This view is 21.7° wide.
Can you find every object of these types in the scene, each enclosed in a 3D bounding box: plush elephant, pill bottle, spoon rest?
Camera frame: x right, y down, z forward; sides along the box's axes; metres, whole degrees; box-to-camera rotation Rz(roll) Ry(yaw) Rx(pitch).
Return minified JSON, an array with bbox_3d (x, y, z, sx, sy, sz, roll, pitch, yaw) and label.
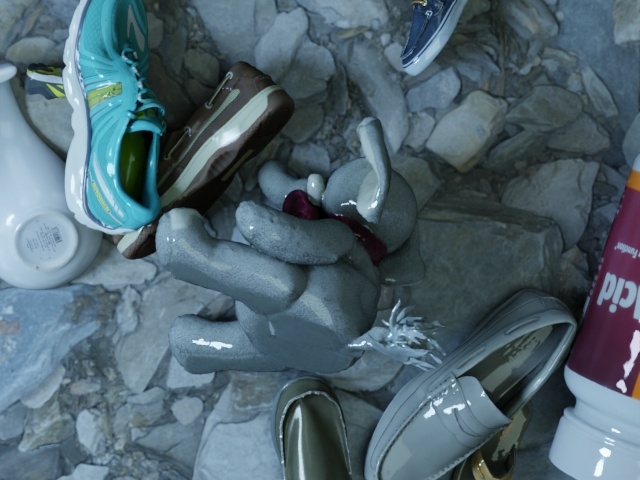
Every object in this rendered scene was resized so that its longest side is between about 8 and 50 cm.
[{"bbox_3d":[0.000,0.000,1.843,0.329,0.255,0.272,8,145,14],"label":"plush elephant"},{"bbox_3d":[0.420,0.107,1.982,0.224,0.224,0.392,16,96,-19],"label":"pill bottle"},{"bbox_3d":[-0.322,-0.070,1.819,0.137,0.084,0.276,-18,119,-11],"label":"spoon rest"}]

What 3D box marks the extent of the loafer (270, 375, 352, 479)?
[{"bbox_3d":[0.003,0.282,1.970,0.094,0.087,0.251,-13,105,-13],"label":"loafer"}]

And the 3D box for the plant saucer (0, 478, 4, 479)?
[{"bbox_3d":[-0.400,0.364,1.899,0.194,0.037,0.195,-4,103,-16],"label":"plant saucer"}]

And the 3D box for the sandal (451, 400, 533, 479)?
[{"bbox_3d":[0.214,0.270,2.049,0.072,0.049,0.180,22,95,-19],"label":"sandal"}]

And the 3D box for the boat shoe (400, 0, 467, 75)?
[{"bbox_3d":[0.122,-0.283,1.903,0.083,0.065,0.183,31,86,-17],"label":"boat shoe"}]

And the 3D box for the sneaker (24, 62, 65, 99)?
[{"bbox_3d":[-0.285,-0.170,1.827,0.083,0.031,0.035,14,124,-25],"label":"sneaker"}]

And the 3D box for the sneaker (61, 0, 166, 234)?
[{"bbox_3d":[-0.205,-0.144,1.788,0.107,0.110,0.275,-2,91,-44],"label":"sneaker"}]

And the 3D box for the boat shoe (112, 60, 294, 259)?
[{"bbox_3d":[-0.146,-0.093,1.862,0.257,0.095,0.095,-44,74,4],"label":"boat shoe"}]

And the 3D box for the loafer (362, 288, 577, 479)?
[{"bbox_3d":[0.177,0.188,1.988,0.112,0.111,0.319,43,88,-19],"label":"loafer"}]
